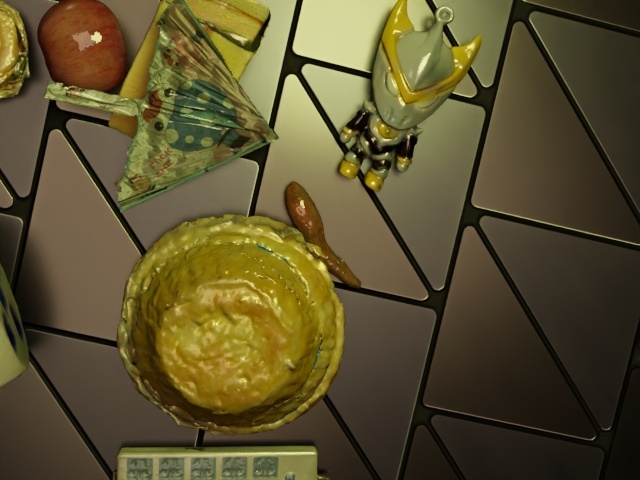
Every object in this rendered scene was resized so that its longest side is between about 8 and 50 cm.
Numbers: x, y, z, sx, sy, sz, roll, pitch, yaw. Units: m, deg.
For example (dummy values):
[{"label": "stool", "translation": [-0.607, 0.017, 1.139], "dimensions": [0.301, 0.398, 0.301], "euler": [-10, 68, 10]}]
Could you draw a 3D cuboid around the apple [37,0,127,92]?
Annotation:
[{"label": "apple", "translation": [-0.370, -0.298, 1.563], "dimensions": [0.120, 0.153, 0.153], "euler": [-24, 97, -20]}]

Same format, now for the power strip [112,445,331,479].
[{"label": "power strip", "translation": [-0.165, 0.401, 1.703], "dimensions": [0.367, 0.043, 0.106], "euler": [0, 96, -6]}]

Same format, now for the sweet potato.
[{"label": "sweet potato", "translation": [0.000, 0.000, 1.683], "dimensions": [0.050, 0.050, 0.214], "euler": [-31, 102, -2]}]

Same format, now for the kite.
[{"label": "kite", "translation": [-0.238, -0.199, 1.565], "dimensions": [0.368, 0.014, 0.406], "euler": [10, 126, -18]}]

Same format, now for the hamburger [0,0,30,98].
[{"label": "hamburger", "translation": [-0.502, -0.284, 1.591], "dimensions": [0.102, 0.087, 0.176], "euler": [18, 87, -18]}]

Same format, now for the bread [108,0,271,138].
[{"label": "bread", "translation": [-0.215, -0.284, 1.637], "dimensions": [0.167, 0.163, 0.264], "euler": [29, 124, -11]}]

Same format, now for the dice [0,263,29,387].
[{"label": "dice", "translation": [-0.603, 0.125, 1.539], "dimensions": [0.259, 0.243, 0.251], "euler": [-20, 97, -7]}]

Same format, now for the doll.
[{"label": "doll", "translation": [0.130, -0.238, 1.646], "dimensions": [0.145, 0.103, 0.316], "euler": [31, 104, 15]}]

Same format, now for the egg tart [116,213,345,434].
[{"label": "egg tart", "translation": [-0.141, 0.145, 1.626], "dimensions": [0.387, 0.169, 0.388], "euler": [0, 100, -1]}]
